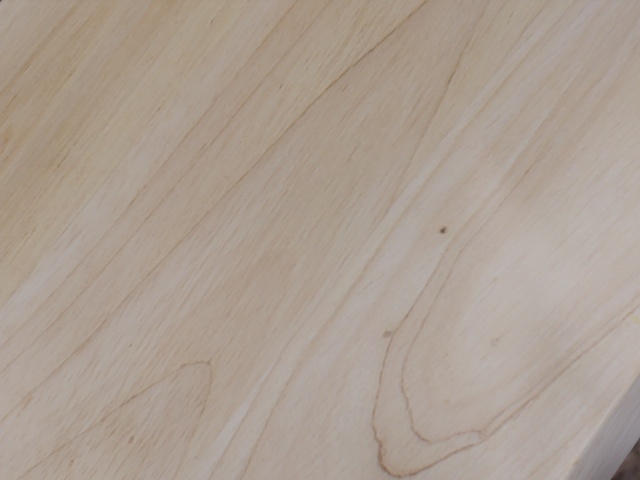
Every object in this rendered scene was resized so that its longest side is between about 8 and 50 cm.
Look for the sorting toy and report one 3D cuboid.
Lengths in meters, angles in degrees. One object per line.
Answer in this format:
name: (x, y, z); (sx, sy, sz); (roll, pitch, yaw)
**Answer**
sorting toy: (0.000, 0.000, 0.508); (0.255, 0.257, 0.089); (29, 165, 34)
